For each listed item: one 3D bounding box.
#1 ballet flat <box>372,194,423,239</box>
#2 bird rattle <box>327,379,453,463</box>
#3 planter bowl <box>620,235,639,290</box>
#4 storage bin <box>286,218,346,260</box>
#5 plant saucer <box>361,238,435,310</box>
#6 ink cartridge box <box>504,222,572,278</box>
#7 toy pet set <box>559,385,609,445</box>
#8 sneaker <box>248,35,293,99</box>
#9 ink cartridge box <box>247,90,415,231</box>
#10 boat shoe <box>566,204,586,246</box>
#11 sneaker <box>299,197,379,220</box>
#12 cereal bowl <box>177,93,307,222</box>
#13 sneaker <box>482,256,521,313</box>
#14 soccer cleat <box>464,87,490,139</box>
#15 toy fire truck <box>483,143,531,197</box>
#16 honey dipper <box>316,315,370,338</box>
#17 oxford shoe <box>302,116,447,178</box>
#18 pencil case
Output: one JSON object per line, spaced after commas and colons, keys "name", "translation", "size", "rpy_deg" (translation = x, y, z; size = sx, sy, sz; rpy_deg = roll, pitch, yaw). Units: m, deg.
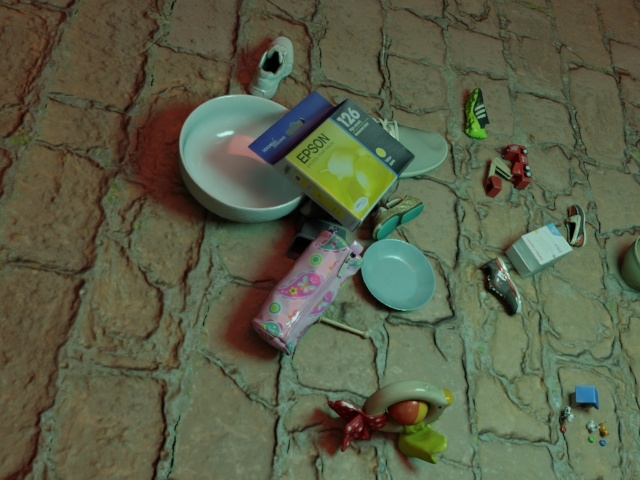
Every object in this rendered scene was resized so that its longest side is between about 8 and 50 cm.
{"name": "ballet flat", "translation": [0.181, -0.063, 1.668], "size": [0.067, 0.073, 0.206], "rpy_deg": [38, 42, 24]}
{"name": "bird rattle", "translation": [0.153, 0.346, 1.341], "size": [0.254, 0.207, 0.143], "rpy_deg": [22, 37, -17]}
{"name": "planter bowl", "translation": [0.912, 0.075, 1.819], "size": [0.162, 0.109, 0.162], "rpy_deg": [9, 57, -15]}
{"name": "storage bin", "translation": [0.000, 0.000, 1.555], "size": [0.135, 0.098, 0.091], "rpy_deg": [20, 45, -7]}
{"name": "plant saucer", "translation": [0.185, 0.088, 1.596], "size": [0.195, 0.037, 0.194], "rpy_deg": [9, 59, -14]}
{"name": "ink cartridge box", "translation": [0.572, 0.030, 1.736], "size": [0.143, 0.090, 0.092], "rpy_deg": [-19, 68, -27]}
{"name": "toy pet set", "translation": [0.639, 0.409, 1.546], "size": [0.122, 0.065, 0.114], "rpy_deg": [19, 56, -9]}
{"name": "sneaker", "translation": [-0.119, -0.494, 1.790], "size": [0.090, 0.115, 0.232], "rpy_deg": [22, 56, -6]}
{"name": "ink cartridge box", "translation": [0.038, -0.211, 1.541], "size": [0.307, 0.072, 0.303], "rpy_deg": [41, 50, -1]}
{"name": "boat shoe", "translation": [0.726, -0.045, 1.864], "size": [0.043, 0.049, 0.137], "rpy_deg": [11, 62, -11]}
{"name": "sneaker", "translation": [0.058, -0.092, 1.601], "size": [0.267, 0.101, 0.106], "rpy_deg": [-25, 84, -47]}
{"name": "cereal bowl", "translation": [-0.179, -0.179, 1.564], "size": [0.339, 0.141, 0.338], "rpy_deg": [9, 57, -15]}
{"name": "sneaker", "translation": [0.461, 0.122, 1.674], "size": [0.065, 0.061, 0.157], "rpy_deg": [-20, 65, 1]}
{"name": "soccer cleat", "translation": [0.476, -0.382, 1.976], "size": [0.072, 0.060, 0.178], "rpy_deg": [20, 62, -19]}
{"name": "toy fire truck", "translation": [0.539, -0.205, 1.892], "size": [0.135, 0.047, 0.192], "rpy_deg": [11, 57, -12]}
{"name": "honey dipper", "translation": [0.040, 0.191, 1.487], "size": [0.161, 0.030, 0.030], "rpy_deg": [21, 56, -8]}
{"name": "oxford shoe", "translation": [0.150, -0.266, 1.743], "size": [0.450, 0.130, 0.169], "rpy_deg": [3, 58, -20]}
{"name": "pencil case", "translation": [-0.026, 0.108, 1.413], "size": [0.124, 0.124, 0.284], "rpy_deg": [39, 76, 6]}
